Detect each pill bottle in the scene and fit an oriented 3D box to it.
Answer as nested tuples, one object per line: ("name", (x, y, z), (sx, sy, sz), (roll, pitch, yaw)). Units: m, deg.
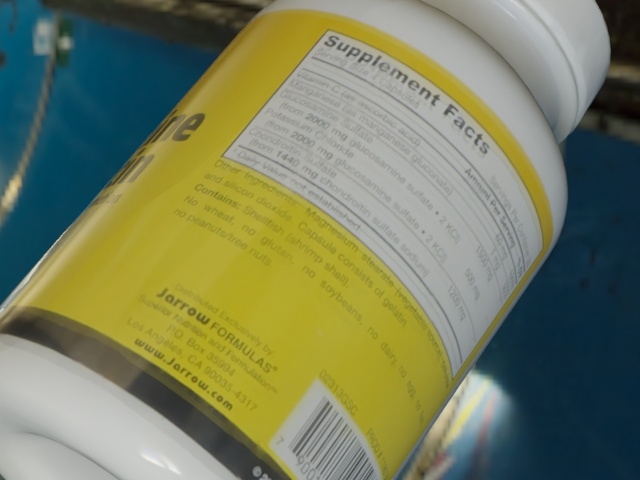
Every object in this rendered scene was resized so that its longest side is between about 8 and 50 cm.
("pill bottle", (0.000, 0.000, 0.398), (0.103, 0.103, 0.184), (12, -126, 40))
